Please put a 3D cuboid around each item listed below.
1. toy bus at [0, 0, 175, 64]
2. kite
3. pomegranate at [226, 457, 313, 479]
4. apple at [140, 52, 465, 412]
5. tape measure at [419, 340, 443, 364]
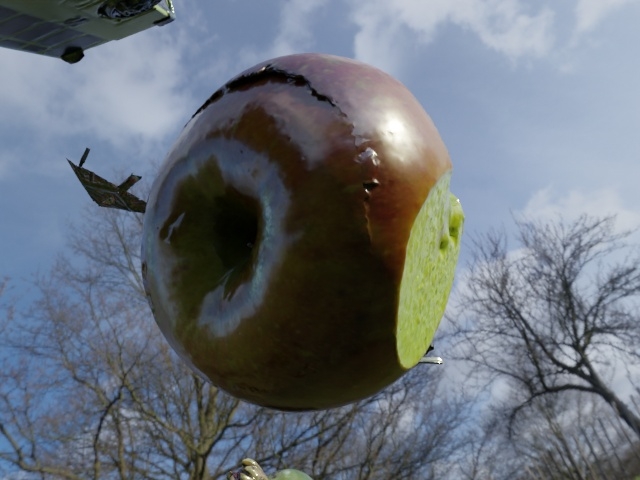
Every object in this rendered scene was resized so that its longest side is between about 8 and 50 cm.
[{"bbox_3d":[-0.207,-0.204,0.303,0.149,0.262,0.128,-19,-76,6],"label":"toy bus"},{"bbox_3d":[-0.334,-0.078,0.775,0.160,0.010,0.182,-19,-40,41],"label":"kite"},{"bbox_3d":[-0.084,0.497,0.837,0.179,0.179,0.210,-36,-51,21],"label":"pomegranate"},{"bbox_3d":[0.000,0.000,0.552,0.374,0.374,0.384,20,-64,-38],"label":"apple"},{"bbox_3d":[0.165,0.233,1.089,0.196,0.105,0.178,-25,-62,19],"label":"tape measure"}]
